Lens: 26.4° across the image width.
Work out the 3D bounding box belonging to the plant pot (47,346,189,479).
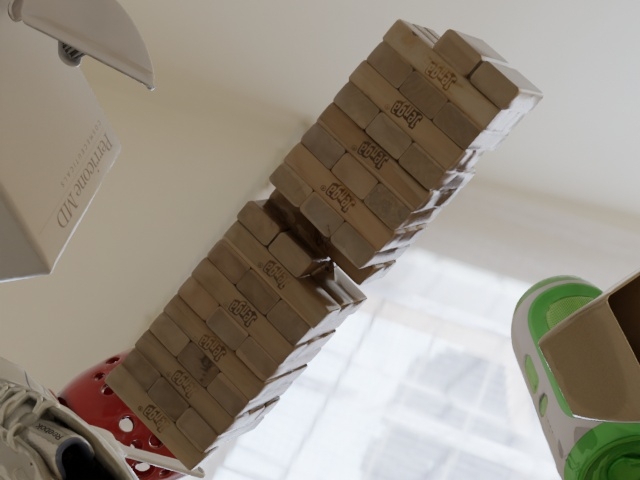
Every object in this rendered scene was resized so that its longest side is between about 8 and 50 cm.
[{"bbox_3d":[-0.280,0.252,1.817,0.174,0.191,0.191,-18,-39,-18],"label":"plant pot"}]

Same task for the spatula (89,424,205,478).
[{"bbox_3d":[-0.165,0.271,1.410,0.019,0.168,0.242,-44,-35,10],"label":"spatula"}]

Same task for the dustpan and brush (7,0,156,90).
[{"bbox_3d":[-0.235,-0.221,1.312,0.060,0.147,0.211,-45,35,31],"label":"dustpan and brush"}]

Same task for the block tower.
[{"bbox_3d":[0.000,0.000,0.914,0.335,0.091,0.097,-49,-13,16],"label":"block tower"}]

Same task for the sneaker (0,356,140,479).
[{"bbox_3d":[-0.240,0.166,1.149,0.111,0.297,0.129,-48,-15,-29],"label":"sneaker"}]

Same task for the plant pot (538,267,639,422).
[{"bbox_3d":[0.246,0.089,1.116,0.109,0.109,0.096,-26,0,-44],"label":"plant pot"}]

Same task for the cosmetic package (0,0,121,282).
[{"bbox_3d":[-0.390,-0.194,1.333,0.230,0.162,0.453,-72,-35,-48],"label":"cosmetic package"}]

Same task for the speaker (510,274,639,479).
[{"bbox_3d":[0.276,0.153,1.378,0.296,0.131,0.131,-100,19,-62],"label":"speaker"}]
